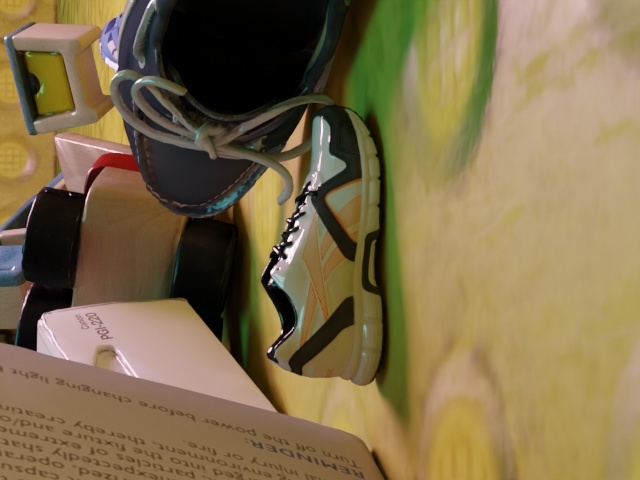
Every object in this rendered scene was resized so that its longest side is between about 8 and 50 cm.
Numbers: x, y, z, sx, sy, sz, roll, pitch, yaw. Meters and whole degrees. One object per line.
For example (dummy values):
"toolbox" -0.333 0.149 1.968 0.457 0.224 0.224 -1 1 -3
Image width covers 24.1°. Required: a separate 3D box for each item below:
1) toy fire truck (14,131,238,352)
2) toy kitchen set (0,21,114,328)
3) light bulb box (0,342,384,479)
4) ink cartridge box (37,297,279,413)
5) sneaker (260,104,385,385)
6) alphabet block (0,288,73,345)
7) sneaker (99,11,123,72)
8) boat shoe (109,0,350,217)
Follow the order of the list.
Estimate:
"toy fire truck" -0.131 0.031 0.980 0.246 0.158 0.217 -75 -5 -67
"toy kitchen set" -0.241 -0.053 1.113 0.207 0.122 0.166 -57 -39 -60
"light bulb box" -0.101 0.261 0.424 0.361 0.225 0.358 -121 48 -67
"ink cartridge box" -0.093 0.160 0.802 0.158 0.092 0.218 -137 46 -55
"sneaker" 0.000 0.000 0.567 0.040 0.043 0.109 126 145 -72
"alphabet block" -0.206 0.141 1.147 0.197 0.193 0.192 -115 27 -63
"sneaker" -0.142 -0.159 1.197 0.144 0.053 0.059 -129 39 -58
"boat shoe" -0.035 -0.078 0.627 0.254 0.095 0.079 123 158 -52
